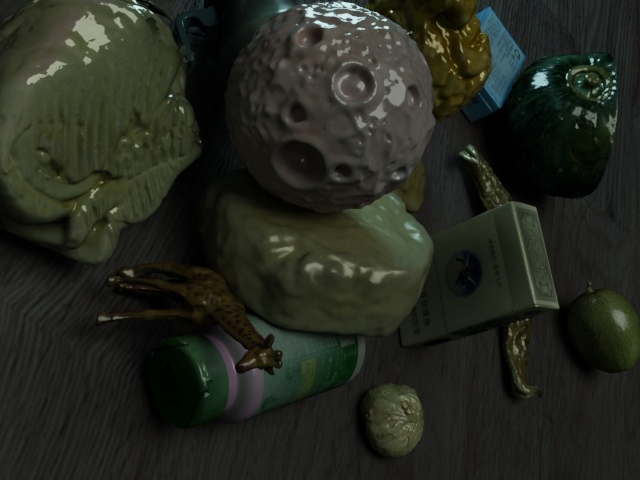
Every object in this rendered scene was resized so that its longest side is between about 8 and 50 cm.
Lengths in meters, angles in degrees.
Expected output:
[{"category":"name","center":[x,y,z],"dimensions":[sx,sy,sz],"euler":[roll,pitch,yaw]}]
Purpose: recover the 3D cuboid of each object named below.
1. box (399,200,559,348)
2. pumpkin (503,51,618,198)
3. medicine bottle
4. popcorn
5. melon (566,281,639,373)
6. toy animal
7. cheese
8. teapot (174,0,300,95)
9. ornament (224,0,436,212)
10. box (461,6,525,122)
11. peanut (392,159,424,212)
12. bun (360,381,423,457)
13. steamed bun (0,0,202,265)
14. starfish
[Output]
[{"category":"box","center":[0.230,0.060,1.279],"dimensions":[0.069,0.257,0.164],"euler":[10,64,-42]},{"category":"pumpkin","center":[0.476,-0.241,1.694],"dimensions":[0.197,0.263,0.292],"euler":[7,65,4]},{"category":"medicine bottle","center":[-0.076,0.150,1.029],"dimensions":[0.274,0.133,0.133],"euler":[-8,77,-47]},{"category":"popcorn","center":[0.184,-0.362,1.425],"dimensions":[0.225,0.332,0.264],"euler":[-10,47,-20]},{"category":"melon","center":[0.571,0.174,1.648],"dimensions":[0.139,0.139,0.192],"euler":[-24,93,-48]},{"category":"toy animal","center":[-0.138,0.080,0.930],"dimensions":[0.149,0.276,0.054],"euler":[-29,130,-54]},{"category":"cheese","center":[0.000,0.000,1.099],"dimensions":[0.318,0.115,0.326],"euler":[30,27,17]},{"category":"teapot","center":[-0.098,-0.294,1.179],"dimensions":[0.203,0.171,0.225],"euler":[-13,49,-11]},{"category":"ornament","center":[0.010,-0.155,0.993],"dimensions":[0.259,0.259,0.225],"euler":[46,42,-18]},{"category":"box","center":[0.337,-0.372,1.722],"dimensions":[0.142,0.083,0.232],"euler":[48,43,-16]},{"category":"peanut","center":[0.059,-0.163,1.312],"dimensions":[0.325,0.140,0.153],"euler":[50,3,-25]},{"category":"bun","center":[0.114,0.262,1.209],"dimensions":[0.115,0.069,0.115],"euler":[20,59,-38]},{"category":"steamed bun","center":[-0.289,-0.144,0.908],"dimensions":[0.280,0.207,0.268],"euler":[-52,148,-19]},{"category":"starfish","center":[0.322,0.037,1.519],"dimensions":[0.324,0.083,0.431],"euler":[40,50,-28]}]
